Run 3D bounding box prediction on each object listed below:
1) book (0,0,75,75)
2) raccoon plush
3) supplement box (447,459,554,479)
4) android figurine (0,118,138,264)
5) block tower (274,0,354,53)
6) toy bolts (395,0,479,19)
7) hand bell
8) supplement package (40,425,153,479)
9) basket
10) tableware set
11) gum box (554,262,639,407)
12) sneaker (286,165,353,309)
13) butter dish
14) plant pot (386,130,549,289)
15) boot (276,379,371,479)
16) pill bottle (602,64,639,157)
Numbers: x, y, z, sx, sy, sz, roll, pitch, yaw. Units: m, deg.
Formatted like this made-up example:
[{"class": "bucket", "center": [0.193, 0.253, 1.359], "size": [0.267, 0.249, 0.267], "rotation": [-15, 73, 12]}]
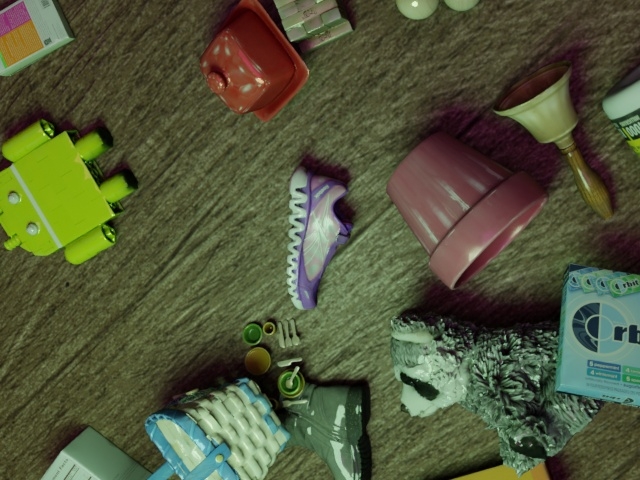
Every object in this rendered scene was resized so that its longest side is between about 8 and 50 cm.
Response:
[{"class": "book", "center": [-0.499, -0.353, 1.257], "size": [0.144, 0.035, 0.096], "rotation": [-23, 93, 14]}, {"class": "raccoon plush", "center": [0.317, 0.139, 1.167], "size": [0.446, 0.216, 0.299], "rotation": [-39, 76, -15]}, {"class": "supplement box", "center": [0.270, 0.425, 1.234], "size": [0.233, 0.080, 0.078], "rotation": [-20, 63, 13]}, {"class": "android figurine", "center": [-0.458, -0.079, 1.294], "size": [0.273, 0.056, 0.248], "rotation": [-26, 96, 13]}, {"class": "block tower", "center": [-0.055, -0.458, 1.119], "size": [0.091, 0.097, 0.335], "rotation": [-21, 98, 15]}, {"class": "toy bolts", "center": [0.131, -0.392, 1.060], "size": [0.218, 0.228, 0.158], "rotation": [4, 111, 52]}, {"class": "hand bell", "center": [0.376, -0.132, 1.112], "size": [0.126, 0.126, 0.242], "rotation": [-33, 105, 15]}, {"class": "supplement package", "center": [-0.403, 0.448, 1.363], "size": [0.179, 0.105, 0.105], "rotation": [37, 106, 2]}, {"class": "basket", "center": [-0.213, 0.363, 1.203], "size": [0.201, 0.289, 0.255], "rotation": [50, 145, -6]}, {"class": "tableware set", "center": [-0.082, 0.212, 1.268], "size": [0.104, 0.024, 0.154], "rotation": [-13, 75, 14]}, {"class": "gum box", "center": [0.416, 0.133, 1.039], "size": [0.157, 0.041, 0.184], "rotation": [10, 64, 8]}, {"class": "sneaker", "center": [0.000, 0.000, 1.206], "size": [0.105, 0.095, 0.236], "rotation": [4, 101, 2]}, {"class": "butter dish", "center": [-0.125, -0.259, 1.136], "size": [0.160, 0.118, 0.160], "rotation": [53, 141, -2]}, {"class": "plant pot", "center": [0.204, -0.056, 1.110], "size": [0.180, 0.201, 0.201], "rotation": [46, 106, 16]}, {"class": "boot", "center": [0.002, 0.357, 1.290], "size": [0.161, 0.083, 0.246], "rotation": [1, 96, 18]}, {"class": "pill bottle", "center": [0.561, -0.116, 1.021], "size": [0.188, 0.188, 0.334], "rotation": [-38, 92, 15]}]
